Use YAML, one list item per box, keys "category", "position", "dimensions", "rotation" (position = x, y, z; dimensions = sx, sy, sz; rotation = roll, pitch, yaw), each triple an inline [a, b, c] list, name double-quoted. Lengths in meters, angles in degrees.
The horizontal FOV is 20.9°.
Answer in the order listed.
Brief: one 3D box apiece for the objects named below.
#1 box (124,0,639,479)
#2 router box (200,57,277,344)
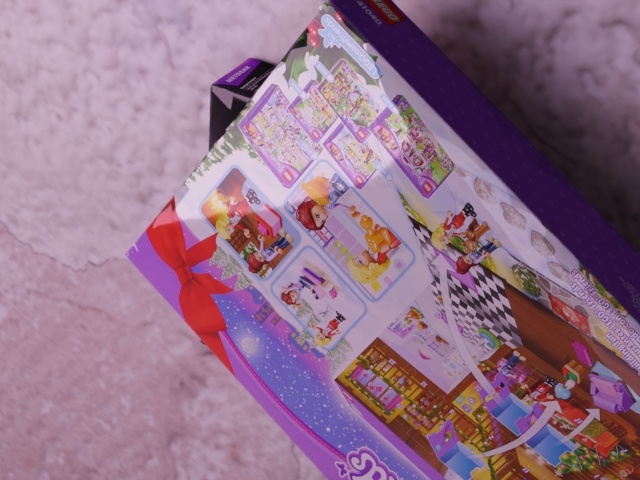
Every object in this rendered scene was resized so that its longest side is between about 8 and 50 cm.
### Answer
- category: "box"
  position: [0.058, 0.043, 0.887]
  dimensions: [0.293, 0.057, 0.201]
  rotation: [47, 123, 8]
- category: "router box"
  position: [0.000, 0.000, 0.984]
  dimensions: [0.133, 0.046, 0.179]
  rotation: [21, 125, 23]
